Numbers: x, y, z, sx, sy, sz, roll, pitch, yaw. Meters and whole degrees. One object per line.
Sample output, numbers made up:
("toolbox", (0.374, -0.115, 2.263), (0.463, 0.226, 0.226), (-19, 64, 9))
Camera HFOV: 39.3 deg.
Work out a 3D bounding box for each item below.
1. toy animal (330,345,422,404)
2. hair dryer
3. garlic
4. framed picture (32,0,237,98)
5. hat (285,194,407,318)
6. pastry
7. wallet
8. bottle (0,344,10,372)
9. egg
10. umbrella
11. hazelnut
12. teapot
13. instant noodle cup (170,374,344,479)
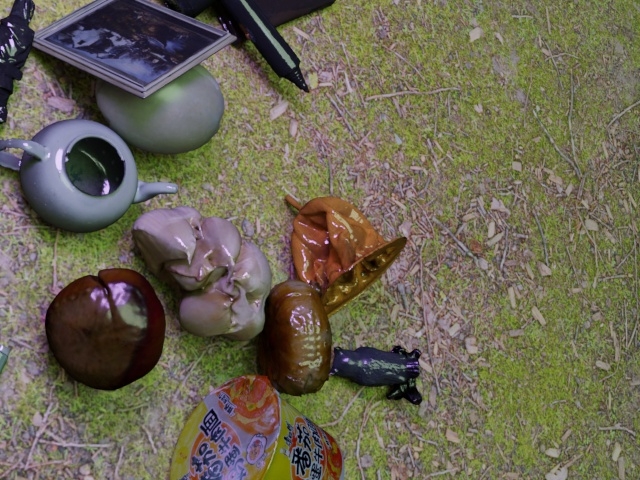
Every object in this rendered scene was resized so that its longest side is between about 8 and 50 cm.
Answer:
("toy animal", (0.120, 0.264, 1.792), (0.210, 0.117, 0.121), (11, 79, -37))
("hair dryer", (-0.144, -0.413, 1.734), (0.189, 0.107, 0.352), (-42, 105, -13))
("garlic", (-0.183, 0.050, 1.549), (0.185, 0.203, 0.281), (-30, 99, -25))
("framed picture", (-0.327, -0.350, 1.533), (0.232, 0.296, 0.019), (-44, 148, -36))
("hat", (0.000, 0.000, 1.766), (0.233, 0.244, 0.233), (48, 19, 17))
("pastry", (-0.050, 0.185, 1.619), (0.100, 0.218, 0.229), (-1, 40, -25))
("wallet", (-0.102, -0.527, 1.863), (0.309, 0.042, 0.165), (-32, 102, -36))
("bottle", (-0.511, 0.203, 1.387), (0.030, 0.030, 0.083), (33, 60, -26))
("egg", (-0.287, -0.245, 1.563), (0.217, 0.183, 0.183), (12, 72, -46))
("umbrella", (-0.524, -0.306, 1.484), (0.066, 0.059, 0.235), (32, 62, -47))
("hazelnut", (-0.337, 0.134, 1.453), (0.208, 0.208, 0.208), (10, 73, -35))
("teapot", (-0.396, -0.111, 1.486), (0.294, 0.129, 0.193), (17, 68, -33))
("instant noodle cup", (-0.098, 0.387, 1.524), (0.200, 0.264, 0.264), (38, 59, -35))
